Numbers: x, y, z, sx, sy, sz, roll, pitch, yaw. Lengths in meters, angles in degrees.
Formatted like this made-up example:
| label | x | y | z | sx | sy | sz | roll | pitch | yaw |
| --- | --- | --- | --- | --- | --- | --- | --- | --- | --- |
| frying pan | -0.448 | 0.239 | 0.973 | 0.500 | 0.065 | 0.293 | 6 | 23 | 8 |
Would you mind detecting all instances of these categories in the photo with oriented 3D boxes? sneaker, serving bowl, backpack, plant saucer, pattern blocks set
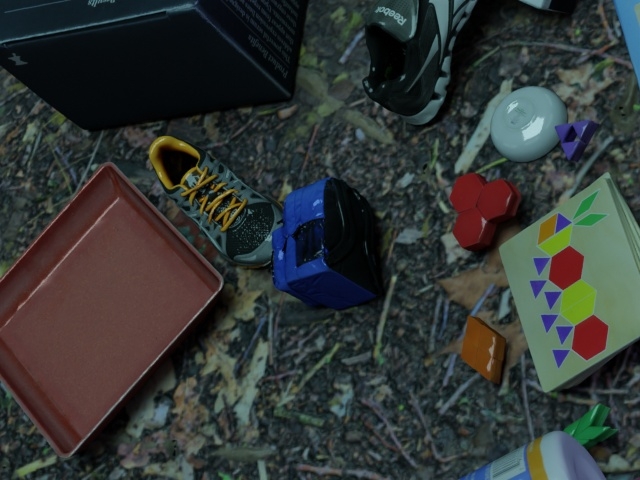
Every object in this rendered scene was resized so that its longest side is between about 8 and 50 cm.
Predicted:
| label | x | y | z | sx | sy | sz | roll | pitch | yaw |
| --- | --- | --- | --- | --- | --- | --- | --- | --- | --- |
| sneaker | 0.101 | -0.238 | 2.030 | 0.078 | 0.106 | 0.234 | 20 | 98 | 40 |
| serving bowl | 0.207 | -0.122 | 1.996 | 0.083 | 0.027 | 0.083 | -15 | 59 | 27 |
| backpack | 0.000 | 0.000 | 2.018 | 0.101 | 0.098 | 0.120 | -16 | 59 | 29 |
| sneaker | -0.114 | -0.043 | 2.124 | 0.215 | 0.083 | 0.084 | 36 | 86 | 38 |
| plant saucer | -0.244 | 0.079 | 2.166 | 0.258 | 0.048 | 0.259 | -48 | 49 | 2 |
| pattern blocks set | 0.246 | 0.038 | 1.854 | 0.285 | 0.026 | 0.325 | -28 | 56 | 34 |

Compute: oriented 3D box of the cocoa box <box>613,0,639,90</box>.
| label | x | y | z | sx | sy | sz | roll | pitch | yaw |
| --- | --- | --- | --- | --- | --- | --- | --- | --- | --- |
| cocoa box | 0.468 | -0.155 | 1.715 | 0.347 | 0.228 | 0.231 | -24 | 55 | 20 |

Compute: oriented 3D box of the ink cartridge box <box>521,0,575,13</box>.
| label | x | y | z | sx | sy | sz | roll | pitch | yaw |
| --- | --- | --- | --- | --- | --- | --- | --- | --- | --- |
| ink cartridge box | 0.156 | -0.371 | 2.101 | 0.332 | 0.065 | 0.165 | 31 | 110 | 38 |

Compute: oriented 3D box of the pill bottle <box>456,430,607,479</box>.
| label | x | y | z | sx | sy | sz | roll | pitch | yaw |
| --- | --- | --- | --- | --- | --- | --- | --- | --- | --- |
| pill bottle | 0.131 | 0.292 | 1.744 | 0.272 | 0.152 | 0.152 | -30 | 53 | 17 |

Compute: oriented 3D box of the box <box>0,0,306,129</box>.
| label | x | y | z | sx | sy | sz | roll | pitch | yaw |
| --- | --- | --- | --- | --- | --- | --- | --- | --- | --- |
| box | -0.178 | -0.358 | 2.249 | 0.293 | 0.212 | 0.395 | -6 | 62 | 30 |

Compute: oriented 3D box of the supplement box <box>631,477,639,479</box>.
| label | x | y | z | sx | sy | sz | roll | pitch | yaw |
| --- | --- | --- | --- | --- | --- | --- | --- | --- | --- |
| supplement box | 0.290 | 0.245 | 1.710 | 0.043 | 0.083 | 0.055 | -20 | 55 | 23 |
